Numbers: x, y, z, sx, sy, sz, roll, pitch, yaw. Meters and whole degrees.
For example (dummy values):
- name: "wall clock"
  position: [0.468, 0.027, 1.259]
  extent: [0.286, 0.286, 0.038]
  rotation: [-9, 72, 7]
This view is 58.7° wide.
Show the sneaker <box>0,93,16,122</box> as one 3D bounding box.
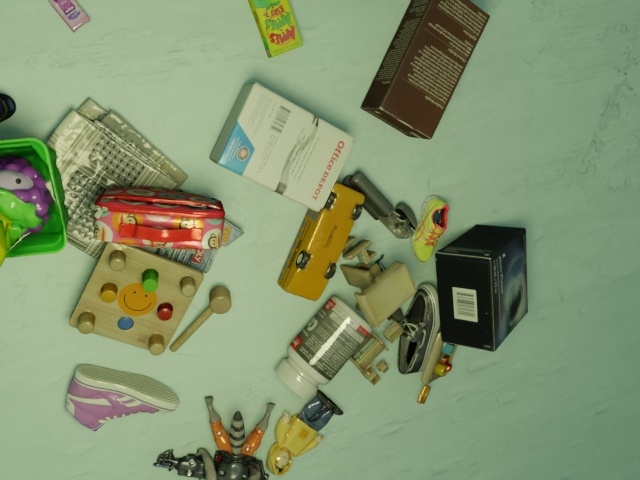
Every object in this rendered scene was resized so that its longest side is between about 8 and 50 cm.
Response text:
- name: "sneaker"
  position: [-0.790, -0.273, 1.241]
  extent: [0.232, 0.090, 0.081]
  rotation: [-22, 110, -16]

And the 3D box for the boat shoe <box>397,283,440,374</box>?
- name: "boat shoe"
  position: [0.299, 0.285, 1.802]
  extent: [0.102, 0.108, 0.301]
  rotation: [-5, 112, -35]

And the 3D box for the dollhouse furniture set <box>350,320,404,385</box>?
- name: "dollhouse furniture set"
  position: [0.178, 0.337, 1.799]
  extent: [0.182, 0.101, 0.161]
  rotation: [-43, 139, -8]

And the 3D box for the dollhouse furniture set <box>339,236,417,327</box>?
- name: "dollhouse furniture set"
  position: [0.124, 0.130, 1.619]
  extent: [0.161, 0.242, 0.212]
  rotation: [-37, 115, -23]

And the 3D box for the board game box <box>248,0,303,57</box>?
- name: "board game box"
  position: [-0.120, -0.574, 1.460]
  extent: [0.092, 0.043, 0.181]
  rotation: [-26, 111, -14]

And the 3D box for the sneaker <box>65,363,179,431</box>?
- name: "sneaker"
  position: [-0.533, 0.442, 1.525]
  extent: [0.282, 0.102, 0.161]
  rotation: [21, 98, -14]

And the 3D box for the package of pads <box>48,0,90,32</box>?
- name: "package of pads"
  position: [-0.571, -0.524, 1.299]
  extent: [0.050, 0.032, 0.083]
  rotation: [-41, 114, -11]

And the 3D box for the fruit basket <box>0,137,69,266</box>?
- name: "fruit basket"
  position: [-0.719, -0.050, 1.144]
  extent: [0.392, 0.392, 0.283]
  rotation: [-10, 107, -19]

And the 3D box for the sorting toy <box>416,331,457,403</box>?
- name: "sorting toy"
  position: [0.408, 0.382, 1.859]
  extent: [0.196, 0.047, 0.348]
  rotation: [8, 102, -58]

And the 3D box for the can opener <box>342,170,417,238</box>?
- name: "can opener"
  position: [0.185, -0.111, 1.695]
  extent: [0.283, 0.076, 0.095]
  rotation: [44, 53, -24]

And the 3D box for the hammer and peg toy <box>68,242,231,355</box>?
- name: "hammer and peg toy"
  position: [-0.418, 0.172, 1.454]
  extent: [0.361, 0.127, 0.266]
  rotation: [25, 103, -26]

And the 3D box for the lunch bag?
- name: "lunch bag"
  position: [-0.369, -0.045, 1.315]
  extent: [0.293, 0.258, 0.120]
  rotation: [4, 103, -14]

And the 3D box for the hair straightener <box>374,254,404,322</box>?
- name: "hair straightener"
  position: [0.218, 0.152, 1.750]
  extent: [0.047, 0.089, 0.231]
  rotation: [-21, 109, -23]

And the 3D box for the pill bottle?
- name: "pill bottle"
  position: [0.006, 0.315, 1.666]
  extent: [0.161, 0.161, 0.283]
  rotation: [43, 85, -25]

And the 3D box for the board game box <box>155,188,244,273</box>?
- name: "board game box"
  position: [-0.312, -0.011, 1.515]
  extent: [0.194, 0.060, 0.194]
  rotation: [20, 95, -24]

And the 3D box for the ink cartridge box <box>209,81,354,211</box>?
- name: "ink cartridge box"
  position: [-0.101, -0.242, 1.502]
  extent: [0.307, 0.129, 0.223]
  rotation: [24, 93, -25]

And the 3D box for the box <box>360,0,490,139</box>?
- name: "box"
  position: [0.291, -0.497, 1.593]
  extent: [0.191, 0.143, 0.382]
  rotation: [25, 91, -25]

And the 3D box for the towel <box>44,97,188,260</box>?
- name: "towel"
  position: [-0.538, -0.136, 1.396]
  extent: [0.312, 0.056, 0.324]
  rotation: [40, 86, -25]

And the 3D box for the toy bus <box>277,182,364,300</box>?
- name: "toy bus"
  position: [0.000, 0.000, 1.602]
  extent: [0.108, 0.130, 0.333]
  rotation: [21, 94, -24]

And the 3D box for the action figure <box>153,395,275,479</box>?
- name: "action figure"
  position: [-0.293, 0.618, 1.610]
  extent: [0.341, 0.178, 0.330]
  rotation: [7, 89, -15]

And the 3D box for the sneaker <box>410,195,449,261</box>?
- name: "sneaker"
  position: [0.342, -0.030, 1.751]
  extent: [0.081, 0.094, 0.209]
  rotation: [5, 102, -24]

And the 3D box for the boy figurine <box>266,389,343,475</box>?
- name: "boy figurine"
  position: [-0.069, 0.591, 1.745]
  extent: [0.285, 0.092, 0.177]
  rotation: [-45, 119, -9]

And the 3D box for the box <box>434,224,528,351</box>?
- name: "box"
  position: [0.504, 0.133, 1.746]
  extent: [0.294, 0.182, 0.296]
  rotation: [-28, 116, -48]
